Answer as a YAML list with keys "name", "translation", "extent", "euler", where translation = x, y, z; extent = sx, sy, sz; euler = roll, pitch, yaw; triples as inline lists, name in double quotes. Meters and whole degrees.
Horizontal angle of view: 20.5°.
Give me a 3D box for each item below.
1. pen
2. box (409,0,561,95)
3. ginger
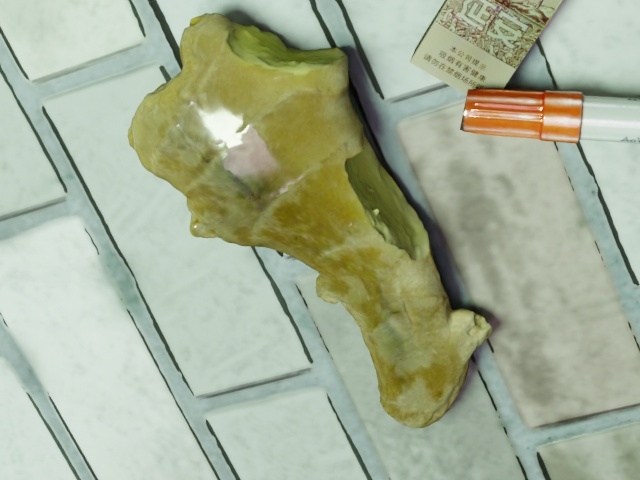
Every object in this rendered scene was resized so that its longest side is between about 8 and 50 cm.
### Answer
- name: "pen"
  translation: [0.195, -0.062, 0.944]
  extent: [0.239, 0.028, 0.028]
  euler: [4, 120, 6]
- name: "box"
  translation: [0.091, -0.119, 0.956]
  extent: [0.053, 0.024, 0.083]
  euler: [29, 124, -3]
- name: "ginger"
  translation: [0.000, 0.000, 1.020]
  extent: [0.131, 0.086, 0.294]
  euler: [-29, 115, 4]
